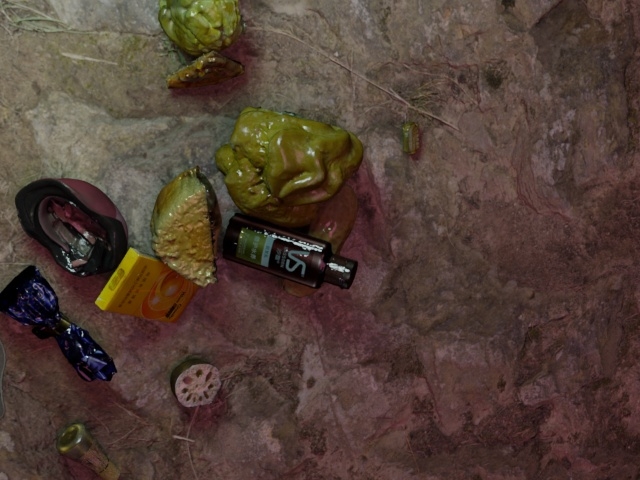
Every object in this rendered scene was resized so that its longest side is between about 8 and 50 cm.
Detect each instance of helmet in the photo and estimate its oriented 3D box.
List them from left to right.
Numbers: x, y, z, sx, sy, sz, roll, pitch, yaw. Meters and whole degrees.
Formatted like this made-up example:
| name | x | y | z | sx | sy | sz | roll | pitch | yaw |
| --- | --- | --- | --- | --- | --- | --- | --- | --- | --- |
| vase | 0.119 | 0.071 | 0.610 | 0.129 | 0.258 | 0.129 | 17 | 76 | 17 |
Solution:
| name | x | y | z | sx | sy | sz | roll | pitch | yaw |
| --- | --- | --- | --- | --- | --- | --- | --- | --- | --- |
| helmet | -0.522 | -0.044 | 1.652 | 0.198 | 0.154 | 0.253 | -15 | 111 | 24 |

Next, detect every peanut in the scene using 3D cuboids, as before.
| name | x | y | z | sx | sy | sz | roll | pitch | yaw |
| --- | --- | --- | --- | --- | --- | --- | --- | --- | --- |
| peanut | 0.000 | 0.000 | 1.914 | 0.149 | 0.149 | 0.313 | 22 | 96 | -29 |

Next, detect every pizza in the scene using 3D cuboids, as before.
| name | x | y | z | sx | sy | sz | roll | pitch | yaw |
| --- | --- | --- | --- | --- | --- | --- | --- | --- | --- |
| pizza | -0.235 | -0.374 | 1.647 | 0.185 | 0.176 | 0.036 | -15 | 89 | -28 |

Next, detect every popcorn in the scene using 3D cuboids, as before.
| name | x | y | z | sx | sy | sz | roll | pitch | yaw |
| --- | --- | --- | --- | --- | --- | --- | --- | --- | --- |
| popcorn | -0.240 | -0.495 | 1.586 | 0.198 | 0.198 | 0.212 | 20 | 92 | -29 |

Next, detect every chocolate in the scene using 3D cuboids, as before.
| name | x | y | z | sx | sy | sz | roll | pitch | yaw |
| --- | --- | --- | --- | --- | --- | --- | --- | --- | --- |
| chocolate | -0.598 | 0.209 | 1.741 | 0.148 | 0.126 | 0.343 | -17 | 127 | 27 |

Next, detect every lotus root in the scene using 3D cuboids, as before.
| name | x | y | z | sx | sy | sz | roll | pitch | yaw |
| --- | --- | --- | --- | --- | --- | --- | --- | --- | --- |
| lotus root | -0.323 | 0.358 | 1.936 | 0.122 | 0.081 | 0.112 | -3 | 109 | -23 |

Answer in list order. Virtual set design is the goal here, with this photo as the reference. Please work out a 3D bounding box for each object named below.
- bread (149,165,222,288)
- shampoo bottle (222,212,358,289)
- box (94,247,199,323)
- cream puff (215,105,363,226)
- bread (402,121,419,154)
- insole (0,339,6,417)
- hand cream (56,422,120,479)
| name | x | y | z | sx | sy | sz | roll | pitch | yaw |
| --- | --- | --- | --- | --- | --- | --- | --- | --- | --- |
| bread | -0.310 | -0.036 | 1.729 | 0.163 | 0.204 | 0.262 | -4 | 115 | -11 |
| shampoo bottle | -0.073 | 0.036 | 1.813 | 0.323 | 0.084 | 0.129 | 19 | 108 | 13 |
| box | -0.387 | 0.112 | 1.759 | 0.152 | 0.043 | 0.269 | -56 | 151 | 5 |
| cream puff | -0.064 | -0.160 | 1.745 | 0.323 | 0.274 | 0.269 | 8 | 98 | -24 |
| bread | 0.235 | -0.267 | 1.973 | 0.049 | 0.034 | 0.088 | -25 | 123 | -30 |
| insole | -0.776 | 0.325 | 1.762 | 0.080 | 0.003 | 0.232 | -3 | 110 | -23 |
| hand cream | -0.574 | 0.547 | 1.904 | 0.084 | 0.084 | 0.203 | -37 | 127 | -7 |
